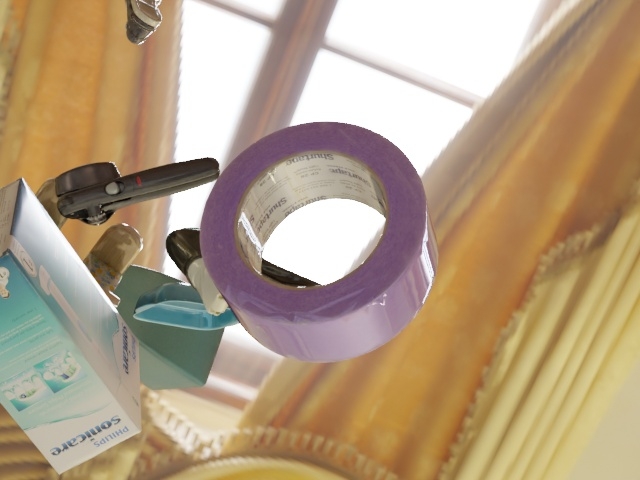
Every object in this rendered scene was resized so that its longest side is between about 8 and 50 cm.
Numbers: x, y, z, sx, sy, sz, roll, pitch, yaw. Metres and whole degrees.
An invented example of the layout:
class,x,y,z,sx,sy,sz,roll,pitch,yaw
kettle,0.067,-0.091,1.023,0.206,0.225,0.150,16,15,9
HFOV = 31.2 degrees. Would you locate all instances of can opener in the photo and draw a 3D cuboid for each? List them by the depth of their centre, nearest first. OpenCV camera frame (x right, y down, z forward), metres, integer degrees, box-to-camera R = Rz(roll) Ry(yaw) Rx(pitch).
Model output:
class,x,y,z,sx,sy,sz,roll,pitch,yaw
can opener,-0.201,-0.061,1.266,0.186,0.073,0.059,-12,177,-1

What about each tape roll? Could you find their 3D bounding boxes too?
class,x,y,z,sx,sy,sz,roll,pitch,yaw
tape roll,0.000,0.000,0.953,0.189,0.189,0.080,29,161,26

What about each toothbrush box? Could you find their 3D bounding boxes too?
class,x,y,z,sx,sy,sz,roll,pitch,yaw
toothbrush box,-0.349,0.104,1.430,0.296,0.126,0.216,59,-174,-29

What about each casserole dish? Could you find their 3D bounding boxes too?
class,x,y,z,sx,sy,sz,roll,pitch,yaw
casserole dish,-0.194,0.099,1.731,0.188,0.037,0.114,15,153,-42

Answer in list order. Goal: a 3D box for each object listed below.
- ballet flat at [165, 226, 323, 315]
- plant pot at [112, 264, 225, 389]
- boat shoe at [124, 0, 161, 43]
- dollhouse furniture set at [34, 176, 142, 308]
class,x,y,z,sx,sy,sz,roll,pitch,yaw
ballet flat,-0.092,0.065,1.530,0.280,0.095,0.096,21,-142,7
plant pot,-0.318,0.147,2.089,0.165,0.166,0.234,-10,143,44
boat shoe,-0.332,-0.415,2.067,0.075,0.065,0.206,26,-158,-26
dollhouse furniture set,-0.465,-0.013,1.723,0.394,0.256,0.362,36,-152,-9
